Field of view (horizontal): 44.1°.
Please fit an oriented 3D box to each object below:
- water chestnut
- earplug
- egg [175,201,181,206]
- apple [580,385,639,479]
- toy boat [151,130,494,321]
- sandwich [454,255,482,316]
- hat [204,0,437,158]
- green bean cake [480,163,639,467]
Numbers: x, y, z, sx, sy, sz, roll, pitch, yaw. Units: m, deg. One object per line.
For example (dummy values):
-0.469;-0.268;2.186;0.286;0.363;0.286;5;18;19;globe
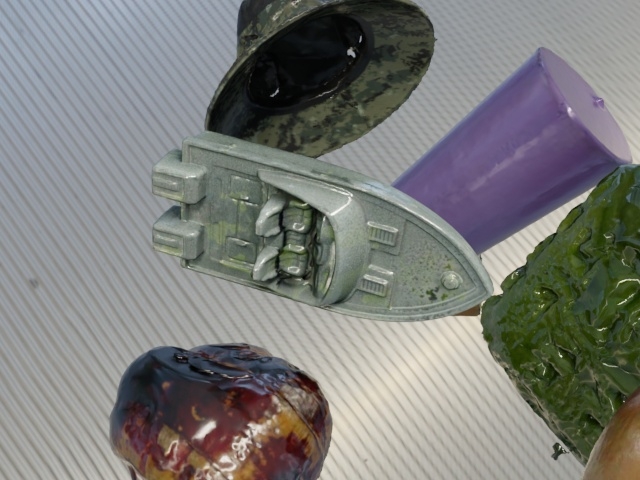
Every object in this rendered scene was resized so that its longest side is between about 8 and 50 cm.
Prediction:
-0.124;0.254;0.977;0.289;0.289;0.244;4;99;-10;water chestnut
0.236;-0.079;1.248;0.215;0.456;0.215;33;36;-28;earplug
-0.154;-0.090;1.459;0.183;0.264;0.182;6;83;-53;egg
0.218;0.151;0.372;0.199;0.199;0.199;4;67;-10;apple
0.000;0.000;0.717;0.320;0.141;0.092;16;33;13;toy boat
0.209;0.072;1.429;0.163;0.113;0.079;2;41;14;sandwich
-0.020;-0.200;0.833;0.266;0.265;0.128;-17;69;-18;hat
0.370;0.109;0.906;0.218;0.335;0.319;-5;46;-44;green bean cake
